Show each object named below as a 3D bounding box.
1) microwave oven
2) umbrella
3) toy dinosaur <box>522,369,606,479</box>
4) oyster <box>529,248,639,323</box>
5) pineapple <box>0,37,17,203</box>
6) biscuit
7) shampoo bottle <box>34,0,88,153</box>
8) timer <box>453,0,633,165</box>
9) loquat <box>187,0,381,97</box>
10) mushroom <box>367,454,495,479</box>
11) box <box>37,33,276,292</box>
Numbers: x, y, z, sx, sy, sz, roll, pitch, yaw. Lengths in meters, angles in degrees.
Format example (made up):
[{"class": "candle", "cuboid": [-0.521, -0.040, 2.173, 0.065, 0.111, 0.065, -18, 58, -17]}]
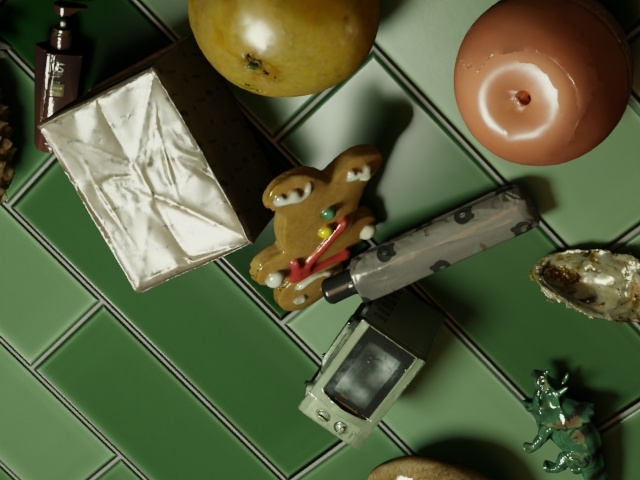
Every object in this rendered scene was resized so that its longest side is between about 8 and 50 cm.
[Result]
[{"class": "microwave oven", "cuboid": [0.074, 0.183, 1.936, 0.129, 0.163, 0.205, 34, 120, 0]}, {"class": "umbrella", "cuboid": [0.155, 0.013, 1.852, 0.337, 0.067, 0.073, -25, 102, 16]}, {"class": "toy dinosaur", "cuboid": [0.379, 0.320, 1.953, 0.120, 0.079, 0.292, -7, 116, 24]}, {"class": "oyster", "cuboid": [0.389, 0.062, 1.835, 0.177, 0.056, 0.105, 1, 103, 18]}, {"class": "pineapple", "cuboid": [-0.565, -0.228, 1.945, 0.223, 0.223, 0.357, 15, 108, 11]}, {"class": "biscuit", "cuboid": [0.000, 0.000, 1.848, 0.047, 0.216, 0.339, 53, 149, 29]}, {"class": "shampoo bottle", "cuboid": [-0.397, -0.249, 1.940, 0.067, 0.068, 0.236, 43, 132, 44]}, {"class": "timer", "cuboid": [0.288, -0.211, 1.647, 0.230, 0.215, 0.229, 10, 115, 21]}, {"class": "loquat", "cuboid": [-0.048, -0.318, 1.700, 0.263, 0.263, 0.263, 8, 117, 15]}, {"class": "mushroom", "cuboid": [0.172, 0.438, 2.036, 0.278, 0.146, 0.278, 9, 139, 8]}, {"class": "box", "cuboid": [-0.226, -0.111, 1.881, 0.225, 0.190, 0.297, -23, 107, 25]}]
